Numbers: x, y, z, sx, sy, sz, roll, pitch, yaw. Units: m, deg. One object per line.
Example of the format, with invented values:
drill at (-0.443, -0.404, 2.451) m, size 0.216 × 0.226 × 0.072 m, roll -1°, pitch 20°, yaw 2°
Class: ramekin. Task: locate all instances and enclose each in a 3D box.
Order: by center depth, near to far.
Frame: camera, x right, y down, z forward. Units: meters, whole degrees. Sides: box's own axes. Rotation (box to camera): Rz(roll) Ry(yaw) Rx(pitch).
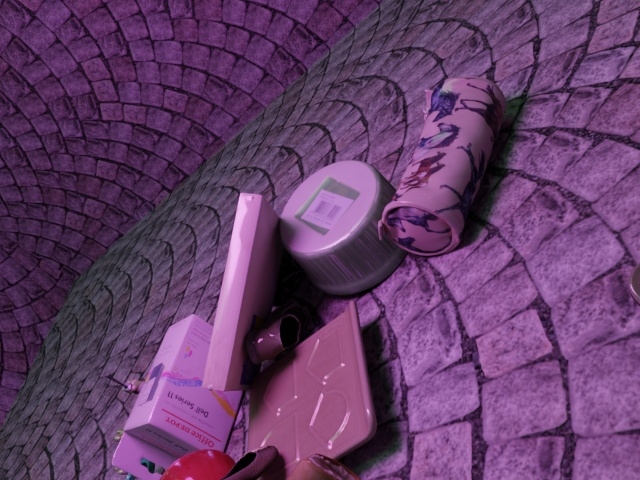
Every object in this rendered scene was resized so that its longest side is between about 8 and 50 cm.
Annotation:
ramekin at (0.052, -0.040, 1.378) m, size 0.304 × 0.148 × 0.303 m, roll -22°, pitch 45°, yaw 24°

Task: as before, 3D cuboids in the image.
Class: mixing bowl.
mixing bowl at (-0.211, 0.495, 1.115) m, size 0.181 × 0.181 × 0.098 m, roll -56°, pitch 29°, yaw -14°

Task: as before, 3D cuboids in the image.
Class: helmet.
helmet at (-0.135, 0.075, 1.567) m, size 0.161 × 0.169 × 0.169 m, roll 43°, pitch 93°, yaw 21°

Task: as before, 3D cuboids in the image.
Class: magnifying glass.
magnifying glass at (-0.421, 0.586, 1.320) m, size 0.092 × 0.026 × 0.230 m, roll -33°, pitch 31°, yaw 28°

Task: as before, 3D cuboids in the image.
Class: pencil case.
pencil case at (0.260, -0.163, 1.281) m, size 0.184 × 0.160 × 0.410 m, roll 5°, pitch 56°, yaw 34°

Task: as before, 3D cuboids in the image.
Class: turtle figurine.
turtle figurine at (-0.477, 0.462, 1.505) m, size 0.275 × 0.198 × 0.266 m, roll -15°, pitch -34°, yaw -54°

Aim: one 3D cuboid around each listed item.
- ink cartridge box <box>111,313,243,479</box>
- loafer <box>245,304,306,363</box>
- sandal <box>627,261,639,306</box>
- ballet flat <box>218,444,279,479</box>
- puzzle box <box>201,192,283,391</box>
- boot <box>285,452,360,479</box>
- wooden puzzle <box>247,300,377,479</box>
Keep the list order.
ink cartridge box at (-0.304, 0.378, 1.379) m, size 0.119 × 0.207 × 0.353 m, roll -27°, pitch 35°, yaw 40°
loafer at (-0.076, 0.205, 1.331) m, size 0.088 × 0.094 × 0.251 m, roll -14°, pitch 8°, yaw 21°
sandal at (0.506, 0.059, 0.699) m, size 0.120 × 0.086 × 0.303 m, roll -53°, pitch 27°, yaw -8°
ballet flat at (-0.152, 0.397, 0.998) m, size 0.084 × 0.058 × 0.250 m, roll -40°, pitch -10°, yaw 28°
puzzle box at (-0.159, 0.126, 1.329) m, size 0.272 × 0.052 × 0.408 m, roll 61°, pitch -142°, yaw -75°
boot at (-0.092, 0.447, 0.943) m, size 0.269 × 0.236 × 0.089 m, roll -51°, pitch 39°, yaw 3°
wooden puzzle at (-0.018, 0.327, 1.167) m, size 0.348 × 0.081 × 0.322 m, roll -43°, pitch 26°, yaw 22°
